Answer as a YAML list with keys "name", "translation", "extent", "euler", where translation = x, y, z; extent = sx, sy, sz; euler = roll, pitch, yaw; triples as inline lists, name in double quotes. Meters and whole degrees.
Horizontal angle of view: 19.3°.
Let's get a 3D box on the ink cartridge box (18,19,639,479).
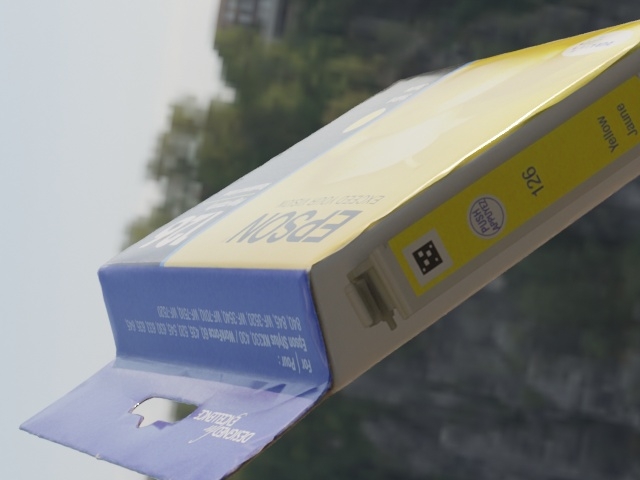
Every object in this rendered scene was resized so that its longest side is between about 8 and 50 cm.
- name: "ink cartridge box"
  translation: [0.000, 0.000, 0.944]
  extent: [0.072, 0.307, 0.303]
  euler: [63, 158, -11]
